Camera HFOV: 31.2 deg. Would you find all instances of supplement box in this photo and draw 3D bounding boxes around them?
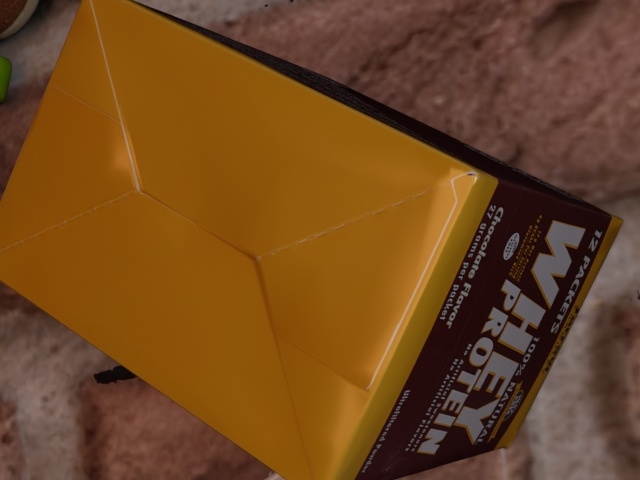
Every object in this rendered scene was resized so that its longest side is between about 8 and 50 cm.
[{"bbox_3d":[0.000,0.000,0.511,0.191,0.194,0.129,29,100,27],"label":"supplement box"}]

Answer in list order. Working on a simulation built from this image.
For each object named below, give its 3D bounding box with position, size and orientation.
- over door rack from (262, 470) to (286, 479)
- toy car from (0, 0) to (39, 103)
[{"bbox_3d":[-0.051,0.267,0.528,0.324,0.108,0.239,-35,91,21],"label":"over door rack"},{"bbox_3d":[-0.272,-0.177,0.675,0.149,0.188,0.155,11,91,28],"label":"toy car"}]
